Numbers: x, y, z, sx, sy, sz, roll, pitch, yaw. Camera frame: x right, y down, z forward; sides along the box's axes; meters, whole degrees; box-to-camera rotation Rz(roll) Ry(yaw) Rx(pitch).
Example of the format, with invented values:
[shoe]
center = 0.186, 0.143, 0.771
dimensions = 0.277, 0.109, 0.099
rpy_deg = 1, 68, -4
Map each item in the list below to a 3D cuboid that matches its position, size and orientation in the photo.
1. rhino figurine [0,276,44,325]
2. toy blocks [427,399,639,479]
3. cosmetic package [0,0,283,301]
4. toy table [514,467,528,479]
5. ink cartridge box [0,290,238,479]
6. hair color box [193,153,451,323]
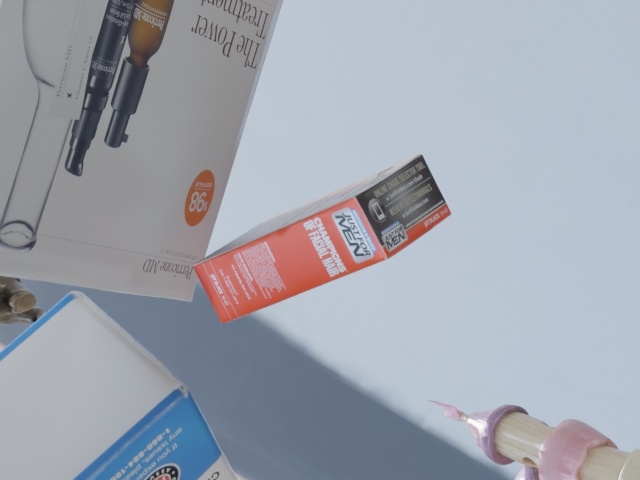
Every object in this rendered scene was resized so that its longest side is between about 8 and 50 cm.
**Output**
[rhino figurine]
center = -0.376, 0.068, 1.736
dimensions = 0.106, 0.243, 0.073
rpy_deg = 36, 126, 42
[toy blocks]
center = 0.277, 0.209, 1.638
dimensions = 0.260, 0.288, 0.309
rpy_deg = 18, 79, 51
[cosmetic package]
center = -0.168, -0.113, 1.302
dimensions = 0.377, 0.097, 0.284
rpy_deg = 13, -84, -67
[toy table]
center = 0.282, 0.397, 2.093
dimensions = 0.161, 0.252, 0.274
rpy_deg = -58, 30, 22
[ink cartridge box]
center = -0.199, 0.280, 1.540
dimensions = 0.285, 0.395, 0.166
rpy_deg = -42, 52, -16
[hair color box]
center = 0.000, 0.000, 1.329
dimensions = 0.167, 0.053, 0.093
rpy_deg = -24, 6, 41
